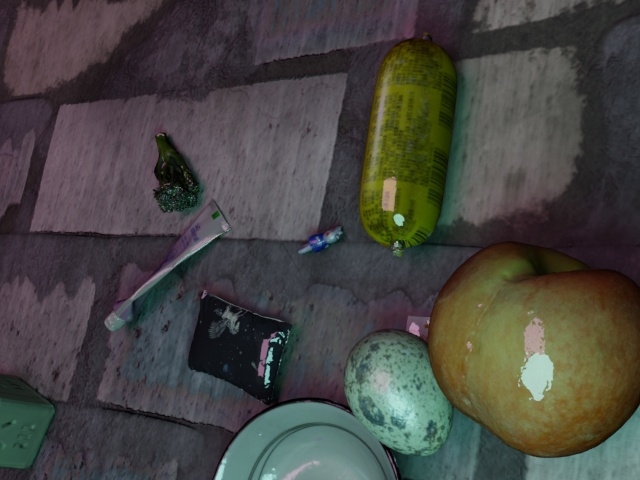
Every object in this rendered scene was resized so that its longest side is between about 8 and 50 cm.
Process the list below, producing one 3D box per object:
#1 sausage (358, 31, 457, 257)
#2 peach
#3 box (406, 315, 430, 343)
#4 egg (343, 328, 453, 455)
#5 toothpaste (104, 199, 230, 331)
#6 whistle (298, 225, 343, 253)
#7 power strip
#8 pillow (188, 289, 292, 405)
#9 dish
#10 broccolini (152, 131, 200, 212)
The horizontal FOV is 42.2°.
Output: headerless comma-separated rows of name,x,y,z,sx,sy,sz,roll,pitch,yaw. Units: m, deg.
sausage,0.128,-0.143,1.206,0.123,0.123,0.347,0,74,37
peach,0.252,0.127,0.957,0.252,0.252,0.253,-13,68,34
box,0.142,0.164,1.149,0.050,0.036,0.117,-2,74,36
egg,0.102,0.194,1.059,0.132,0.132,0.172,-39,63,21
toothpaste,-0.283,0.054,1.502,0.301,0.048,0.075,-45,26,9
whistle,0.000,0.000,1.319,0.083,0.029,0.033,-25,24,23
power strip,-0.654,0.338,1.630,0.224,0.140,0.139,22,89,41
pillow,-0.138,0.171,1.351,0.208,0.055,0.141,13,92,40
dish,-0.005,0.377,1.143,0.316,0.106,0.317,-11,69,30
broccolini,-0.275,-0.128,1.566,0.091,0.068,0.203,-28,43,13
